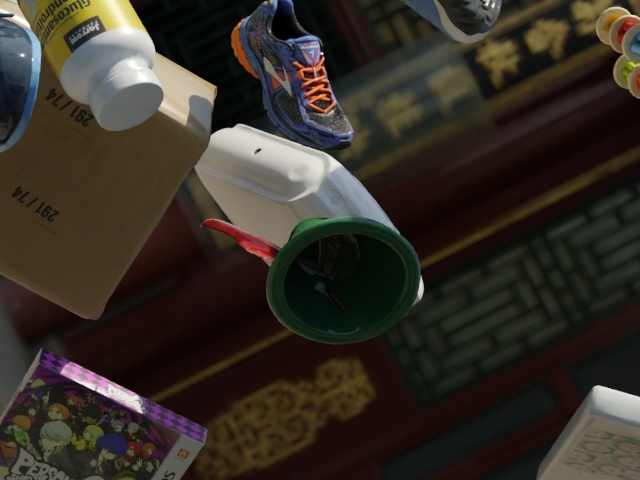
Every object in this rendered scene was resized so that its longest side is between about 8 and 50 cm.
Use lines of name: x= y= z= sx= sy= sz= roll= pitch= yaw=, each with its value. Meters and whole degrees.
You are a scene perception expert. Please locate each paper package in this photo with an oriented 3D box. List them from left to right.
paper package: x=-0.331 y=-0.117 z=2.075 sx=0.324 sy=0.309 sz=0.168 roll=29 pitch=21 yaw=-16

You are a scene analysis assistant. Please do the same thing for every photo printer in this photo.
photo printer: x=-0.008 y=-0.019 z=2.266 sx=0.307 sy=0.107 sz=0.256 roll=23 pitch=-25 yaw=55

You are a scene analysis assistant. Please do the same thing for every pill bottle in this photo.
pill bottle: x=-0.232 y=-0.205 z=1.771 sx=0.184 sy=0.103 sz=0.103 roll=59 pitch=-5 yaw=25

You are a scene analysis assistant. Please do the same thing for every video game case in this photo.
video game case: x=-0.291 y=0.266 z=2.142 sx=0.232 sy=0.210 sz=0.042 roll=28 pitch=26 yaw=-13
video game case: x=0.193 y=0.123 z=0.892 sx=0.157 sy=0.143 sz=0.019 roll=98 pitch=9 yaw=-69

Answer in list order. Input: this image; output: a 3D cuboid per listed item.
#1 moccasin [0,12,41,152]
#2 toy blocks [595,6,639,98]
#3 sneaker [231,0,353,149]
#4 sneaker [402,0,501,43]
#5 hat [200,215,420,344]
moccasin: x=-0.352 y=-0.148 z=1.544 sx=0.342 sy=0.116 sz=0.138 roll=14 pitch=-91 yaw=59
toy blocks: x=0.422 y=-0.234 z=2.263 sx=0.123 sy=0.054 sz=0.148 roll=63 pitch=-1 yaw=-23
sneaker: x=-0.028 y=-0.193 z=1.993 sx=0.221 sy=0.083 sz=0.087 roll=56 pitch=-47 yaw=23
sneaker: x=0.021 y=-0.190 z=1.020 sx=0.211 sy=0.081 sz=0.080 roll=46 pitch=36 yaw=10
hat: x=0.000 y=0.000 z=2.043 sx=0.208 sy=0.173 sz=0.183 roll=23 pitch=24 yaw=-24
